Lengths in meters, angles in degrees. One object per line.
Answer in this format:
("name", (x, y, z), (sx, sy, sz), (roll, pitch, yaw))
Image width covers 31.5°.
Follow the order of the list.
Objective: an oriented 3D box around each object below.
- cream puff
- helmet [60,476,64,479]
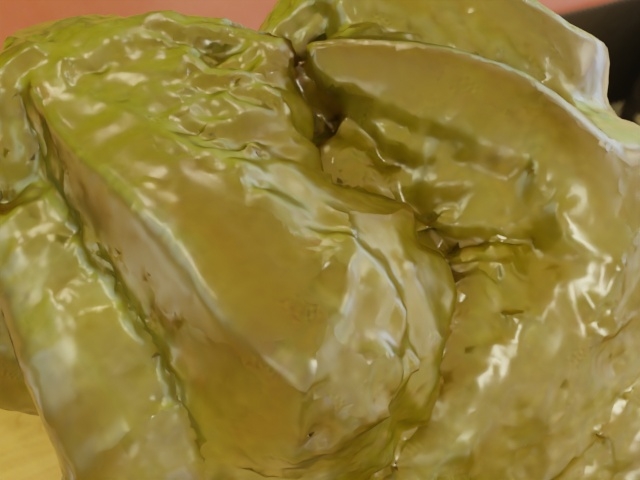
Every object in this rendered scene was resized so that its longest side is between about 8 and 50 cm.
("cream puff", (0.008, 0.000, 0.460), (0.274, 0.270, 0.323), (-47, 62, -1))
("helmet", (-0.113, 0.268, 0.994), (0.140, 0.257, 0.205), (11, 34, 38))
